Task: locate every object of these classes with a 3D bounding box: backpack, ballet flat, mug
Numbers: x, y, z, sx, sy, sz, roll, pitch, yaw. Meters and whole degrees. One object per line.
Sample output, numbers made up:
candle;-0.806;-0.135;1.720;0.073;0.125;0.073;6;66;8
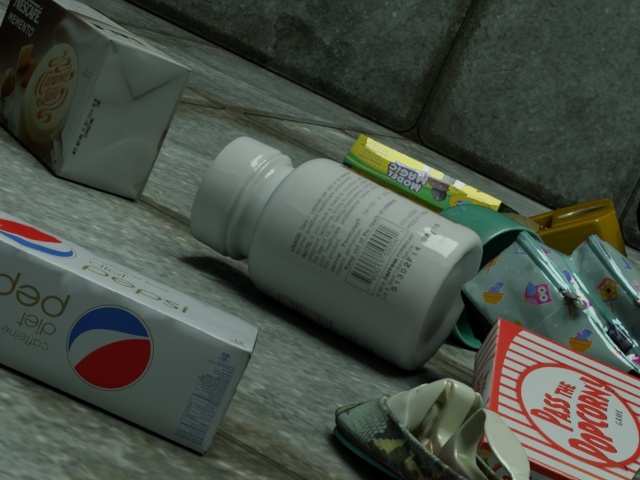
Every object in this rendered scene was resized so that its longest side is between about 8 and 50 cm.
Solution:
backpack;0.210;0.075;1.287;0.188;0.144;0.166;43;6;24
ballet flat;0.082;0.133;0.964;0.076;0.079;0.221;18;11;-30
mug;0.150;0.039;1.556;0.097;0.129;0.158;32;-29;45

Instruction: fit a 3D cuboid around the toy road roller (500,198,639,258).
toy road roller;0.318;0.071;1.707;0.329;0.241;0.202;-12;4;10

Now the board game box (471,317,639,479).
board game box;0.199;0.149;1.119;0.193;0.045;0.147;23;34;-5

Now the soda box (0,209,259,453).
soda box;-0.148;0.043;0.915;0.216;0.069;0.074;25;9;-2

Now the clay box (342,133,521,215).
clay box;0.131;-0.031;1.901;0.222;0.053;0.127;27;-28;14

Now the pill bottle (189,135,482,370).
pill bottle;0.010;0.004;1.338;0.229;0.131;0.131;27;10;18

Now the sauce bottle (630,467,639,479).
sauce bottle;0.304;0.243;0.834;0.344;0.111;0.111;29;10;16

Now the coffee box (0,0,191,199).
coffee box;-0.240;-0.154;1.556;0.098;0.141;0.246;17;12;-36
